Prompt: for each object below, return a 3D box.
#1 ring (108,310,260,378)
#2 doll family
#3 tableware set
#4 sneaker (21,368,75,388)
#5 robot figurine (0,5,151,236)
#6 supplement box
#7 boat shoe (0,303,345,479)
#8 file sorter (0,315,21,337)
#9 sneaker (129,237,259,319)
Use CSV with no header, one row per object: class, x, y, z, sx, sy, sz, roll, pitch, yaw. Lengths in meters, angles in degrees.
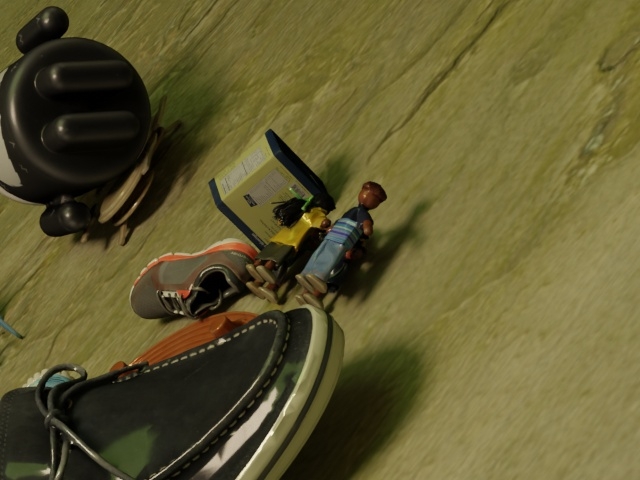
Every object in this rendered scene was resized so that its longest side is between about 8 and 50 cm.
ring,-0.163,0.193,1.665,0.336,0.032,0.336,-35,28,22
doll family,0.000,0.000,1.665,0.111,0.076,0.193,-50,32,-18
tableware set,-0.208,-0.076,2.099,0.128,0.039,0.194,-46,18,25
sneaker,-0.306,0.197,1.829,0.162,0.063,0.073,-43,30,5
robot figurine,-0.298,-0.132,2.077,0.209,0.173,0.278,-61,18,-19
supplement box,-0.049,-0.045,1.775,0.083,0.083,0.056,-40,27,9
boat shoe,-0.196,0.191,1.514,0.500,0.156,0.187,-32,28,22
file sorter,-0.438,0.127,2.052,0.170,0.118,0.104,-50,30,-9
sneaker,-0.131,0.048,1.784,0.158,0.061,0.065,-26,29,34
